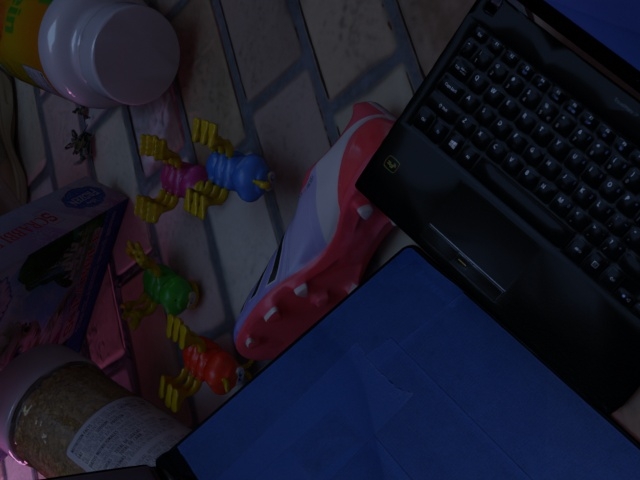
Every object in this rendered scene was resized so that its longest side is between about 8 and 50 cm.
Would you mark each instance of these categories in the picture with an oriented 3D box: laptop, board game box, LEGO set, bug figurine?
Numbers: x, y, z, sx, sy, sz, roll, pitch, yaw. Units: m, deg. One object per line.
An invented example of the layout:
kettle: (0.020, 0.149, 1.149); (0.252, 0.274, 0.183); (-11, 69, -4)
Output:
laptop: (-0.016, 0.188, 0.443); (0.382, 0.408, 0.236); (44, 117, 39)
board game box: (-0.344, 0.117, 0.890); (0.066, 0.318, 0.319); (25, 112, 5)
laptop: (0.135, -0.048, 0.453); (0.234, 0.136, 0.264); (44, 121, 18)
LEGO set: (-0.297, -0.131, 1.043); (0.054, 0.023, 0.083); (5, 80, 44)
bug figurine: (-0.120, 0.012, 0.812); (0.216, 0.072, 0.279); (30, 115, 49)

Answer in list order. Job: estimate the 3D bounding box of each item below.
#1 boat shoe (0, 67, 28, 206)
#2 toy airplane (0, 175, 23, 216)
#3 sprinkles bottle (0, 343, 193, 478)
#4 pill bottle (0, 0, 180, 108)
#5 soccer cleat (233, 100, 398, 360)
boat shoe: (-0.489, -0.109, 1.184); (0.109, 0.098, 0.302); (-20, 75, 45)
toy airplane: (-0.539, 0.025, 1.024); (0.386, 0.272, 0.384); (31, 145, 10)
sprinkles bottle: (-0.165, 0.217, 0.772); (0.355, 0.121, 0.121); (22, 105, 33)
pill bottle: (-0.264, -0.223, 0.922); (0.245, 0.136, 0.136); (25, 107, 44)
soccer cleat: (0.000, 0.000, 0.689); (0.248, 0.083, 0.095); (-55, 37, 29)
